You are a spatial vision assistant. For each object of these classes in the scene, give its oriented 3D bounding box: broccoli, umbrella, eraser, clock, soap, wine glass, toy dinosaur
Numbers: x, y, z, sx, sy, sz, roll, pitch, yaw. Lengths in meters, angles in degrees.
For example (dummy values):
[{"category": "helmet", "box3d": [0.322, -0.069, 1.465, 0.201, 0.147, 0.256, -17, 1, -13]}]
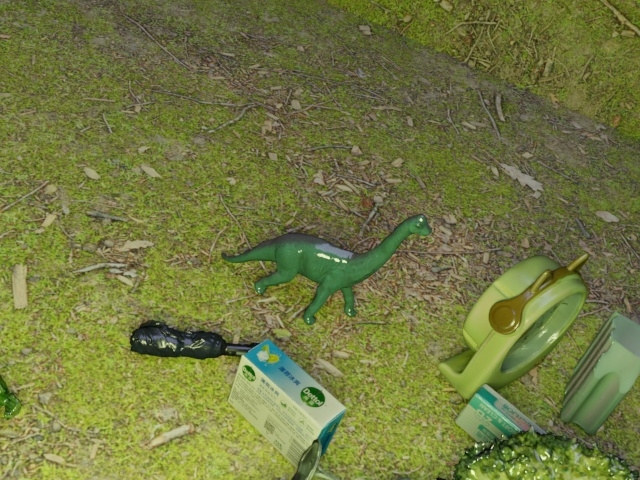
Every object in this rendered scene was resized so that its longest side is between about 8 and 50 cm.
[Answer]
[{"category": "broccoli", "box3d": [0.396, 0.499, 1.291, 0.353, 0.275, 0.397, -44, 54, -2]}, {"category": "umbrella", "box3d": [-0.233, 0.195, 1.498, 0.248, 0.071, 0.071, 9, 39, -13]}, {"category": "eraser", "box3d": [0.372, 0.384, 1.514, 0.225, 0.095, 0.052, 40, 36, 22]}, {"category": "clock", "box3d": [0.408, 0.155, 1.603, 0.286, 0.348, 0.117, -16, 51, -38]}, {"category": "soap", "box3d": [0.591, 0.274, 1.636, 0.091, 0.230, 0.145, 26, 39, 8]}, {"category": "wine glass", "box3d": [0.051, 0.409, 1.299, 0.183, 0.122, 0.122, 27, 37, -10]}, {"category": "toy dinosaur", "box3d": [0.000, 0.000, 1.622, 0.384, 0.330, 0.129, 27, 36, 5]}]

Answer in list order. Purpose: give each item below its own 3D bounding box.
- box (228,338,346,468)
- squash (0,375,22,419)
[{"category": "box", "box3d": [-0.064, 0.291, 1.398, 0.194, 0.139, 0.073, 39, 42, 22]}, {"category": "squash", "box3d": [-0.651, 0.191, 1.292, 0.379, 0.101, 0.101, 28, 39, 7]}]
